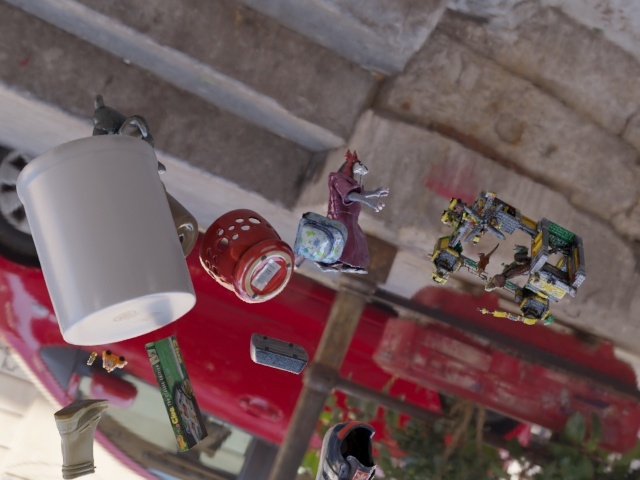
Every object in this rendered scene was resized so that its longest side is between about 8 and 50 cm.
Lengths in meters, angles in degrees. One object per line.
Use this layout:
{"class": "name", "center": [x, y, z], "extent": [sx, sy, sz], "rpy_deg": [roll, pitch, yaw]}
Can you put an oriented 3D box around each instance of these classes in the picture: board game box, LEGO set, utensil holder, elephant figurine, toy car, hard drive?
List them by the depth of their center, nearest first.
{"class": "LEGO set", "center": [0.382, 0.058, 1.700], "extent": [0.331, 0.255, 0.192], "rpy_deg": [35, -149, -6]}
{"class": "toy car", "center": [-0.475, 0.274, 1.841], "extent": [0.060, 0.040, 0.122], "rpy_deg": [34, 152, -22]}
{"class": "utensil holder", "center": [-0.485, 0.006, 1.892], "extent": [0.327, 0.385, 0.327], "rpy_deg": [-18, 162, -6]}
{"class": "board game box", "center": [-0.338, 0.357, 1.960], "extent": [0.030, 0.260, 0.136], "rpy_deg": [-20, 176, 13]}
{"class": "hard drive", "center": [-0.125, 0.328, 2.411], "extent": [0.172, 0.054, 0.254], "rpy_deg": [16, -179, -6]}
{"class": "elephant figurine", "center": [-0.613, -0.339, 2.686], "extent": [0.239, 0.169, 0.186], "rpy_deg": [4, 141, -13]}

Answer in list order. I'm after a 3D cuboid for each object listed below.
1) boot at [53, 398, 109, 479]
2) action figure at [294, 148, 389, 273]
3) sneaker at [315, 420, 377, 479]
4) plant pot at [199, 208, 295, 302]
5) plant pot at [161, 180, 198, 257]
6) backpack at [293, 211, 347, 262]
{"class": "boot", "center": [-0.691, 0.578, 2.437], "extent": [0.095, 0.203, 0.262], "rpy_deg": [-6, 180, 7]}
{"class": "action figure", "center": [0.064, -0.089, 2.475], "extent": [0.275, 0.370, 0.248], "rpy_deg": [1, 177, 10]}
{"class": "sneaker", "center": [0.064, 0.596, 1.986], "extent": [0.131, 0.350, 0.148], "rpy_deg": [22, 146, -27]}
{"class": "plant pot", "center": [-0.166, 0.045, 1.977], "extent": [0.174, 0.191, 0.191], "rpy_deg": [39, -174, 40]}
{"class": "plant pot", "center": [-0.468, -0.046, 2.303], "extent": [0.229, 0.263, 0.263], "rpy_deg": [24, 175, 26]}
{"class": "backpack", "center": [0.000, 0.000, 1.921], "extent": [0.114, 0.105, 0.084], "rpy_deg": [16, -155, 3]}
